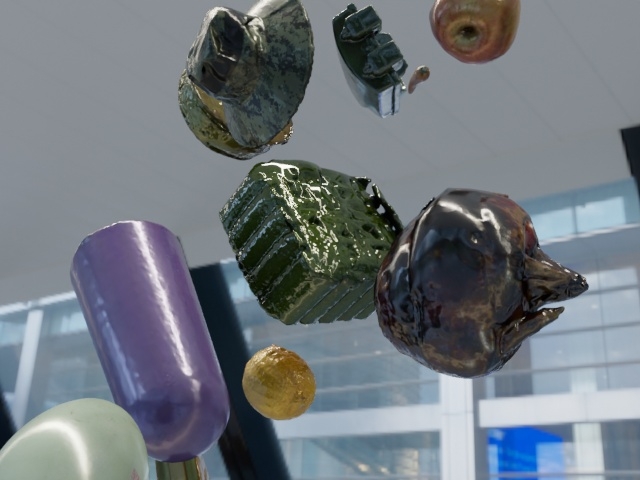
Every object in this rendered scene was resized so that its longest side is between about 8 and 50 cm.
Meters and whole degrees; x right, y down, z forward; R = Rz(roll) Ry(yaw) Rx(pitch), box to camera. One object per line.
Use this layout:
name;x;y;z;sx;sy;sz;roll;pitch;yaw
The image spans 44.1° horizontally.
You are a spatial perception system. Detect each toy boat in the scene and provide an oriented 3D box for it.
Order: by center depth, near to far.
toy boat;0.087;-0.272;1.277;0.092;0.141;0.319;-30;-7;2

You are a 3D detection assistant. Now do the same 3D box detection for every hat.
hat;-0.132;-0.278;1.199;0.128;0.265;0.265;14;-24;-35

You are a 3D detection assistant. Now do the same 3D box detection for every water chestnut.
water chestnut;0.215;0.057;1.128;0.244;0.289;0.289;38;-26;0

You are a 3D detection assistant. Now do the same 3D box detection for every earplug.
earplug;-0.284;0.176;1.354;0.215;0.456;0.215;-15;-47;-17

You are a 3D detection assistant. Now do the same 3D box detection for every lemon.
lemon;-0.088;0.287;1.609;0.142;0.142;0.187;21;11;-40

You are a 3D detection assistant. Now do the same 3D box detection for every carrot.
carrot;0.222;-0.368;1.801;0.035;0.035;0.142;6;-9;-8

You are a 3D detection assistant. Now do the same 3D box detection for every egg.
egg;-0.293;0.289;0.925;0.183;0.264;0.182;1;-66;2

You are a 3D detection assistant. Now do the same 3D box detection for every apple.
apple;0.320;-0.455;1.596;0.199;0.199;0.199;2;-21;1

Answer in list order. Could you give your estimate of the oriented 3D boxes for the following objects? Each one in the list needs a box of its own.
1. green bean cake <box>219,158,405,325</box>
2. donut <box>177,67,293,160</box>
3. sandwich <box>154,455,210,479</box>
green bean cake;0.000;0.000;1.597;0.319;0.335;0.218;0;-42;-48
donut;-0.193;-0.280;1.685;0.272;0.272;0.107;21;-46;-39
sandwich;-0.232;0.401;1.303;0.079;0.113;0.163;-19;4;-5
